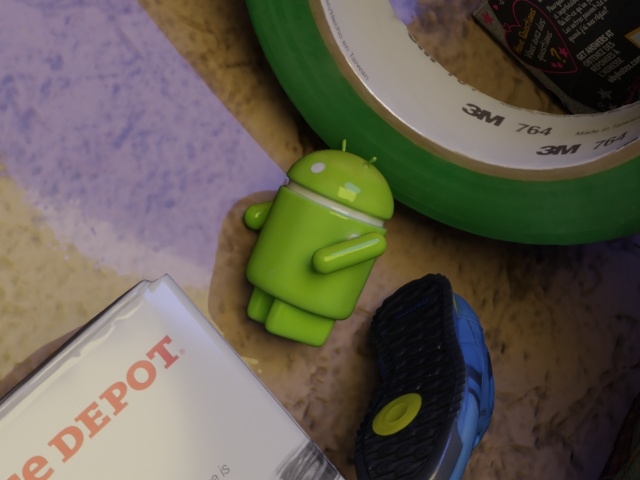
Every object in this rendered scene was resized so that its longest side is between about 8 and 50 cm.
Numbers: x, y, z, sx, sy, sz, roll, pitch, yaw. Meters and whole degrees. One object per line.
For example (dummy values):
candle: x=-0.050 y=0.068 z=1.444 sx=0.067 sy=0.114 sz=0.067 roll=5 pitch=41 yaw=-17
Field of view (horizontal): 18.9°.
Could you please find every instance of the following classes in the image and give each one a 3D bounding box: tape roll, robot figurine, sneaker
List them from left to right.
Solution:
robot figurine: x=0.000 y=0.000 z=1.091 sx=0.067 sy=0.101 sz=0.115 roll=20 pitch=96 yaw=-30
sneaker: x=0.068 y=0.099 z=1.055 sx=0.069 sy=0.209 sz=0.082 roll=-26 pitch=112 yaw=17
tape roll: x=0.113 y=-0.154 z=1.047 sx=0.321 sy=0.321 sz=0.077 roll=47 pitch=37 yaw=-6

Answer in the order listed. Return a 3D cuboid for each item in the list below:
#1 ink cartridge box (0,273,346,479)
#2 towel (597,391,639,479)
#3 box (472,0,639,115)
ink cartridge box: x=-0.077 y=0.207 z=0.989 sx=0.223 sy=0.129 sz=0.307 roll=-43 pitch=96 yaw=-24
towel: x=0.228 y=0.013 z=1.034 sx=0.040 sy=0.370 sz=0.271 roll=28 pitch=67 yaw=7
box: x=0.238 y=-0.198 z=1.190 sx=0.142 sy=0.163 sz=0.247 roll=45 pitch=66 yaw=-3
